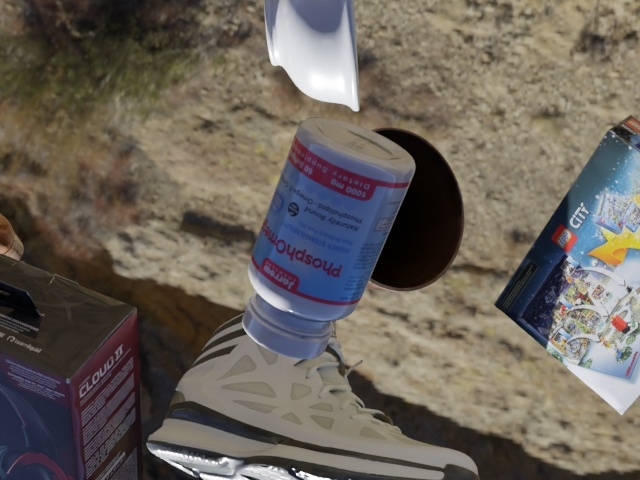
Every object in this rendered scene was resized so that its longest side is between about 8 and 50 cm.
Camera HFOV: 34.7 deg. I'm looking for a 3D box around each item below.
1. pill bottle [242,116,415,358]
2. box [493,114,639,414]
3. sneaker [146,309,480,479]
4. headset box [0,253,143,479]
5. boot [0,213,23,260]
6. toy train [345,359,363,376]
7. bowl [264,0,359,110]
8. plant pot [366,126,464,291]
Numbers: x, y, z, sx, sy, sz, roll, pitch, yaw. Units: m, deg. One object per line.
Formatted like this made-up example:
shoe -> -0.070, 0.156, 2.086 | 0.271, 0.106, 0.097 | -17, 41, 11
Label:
pill bottle -> 0.000, 0.000, 0.730 | 0.087, 0.087, 0.160 | 19, 109, -7
box -> 0.272, 0.027, 0.913 | 0.159, 0.044, 0.233 | 43, 136, 19
sneaker -> 0.004, 0.177, 1.230 | 0.447, 0.257, 0.169 | 3, 151, 35
headset box -> -0.288, 0.141, 0.964 | 0.218, 0.110, 0.293 | 20, 130, 16
boot -> -0.436, -0.045, 1.160 | 0.197, 0.073, 0.152 | 22, 164, 10
toy train -> -0.048, 0.274, 1.678 | 0.105, 0.248, 0.143 | 56, 157, -22
bowl -> -0.013, -0.343, 1.568 | 0.134, 0.298, 0.298 | -4, 149, 4
plant pot -> 0.042, -0.027, 1.415 | 0.215, 0.215, 0.230 | 30, 159, -25
